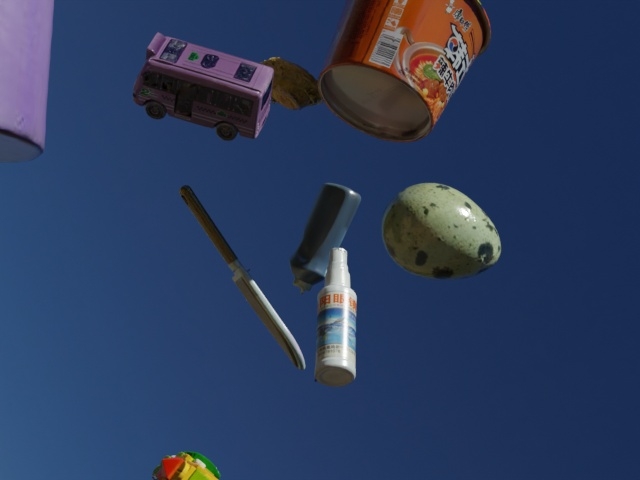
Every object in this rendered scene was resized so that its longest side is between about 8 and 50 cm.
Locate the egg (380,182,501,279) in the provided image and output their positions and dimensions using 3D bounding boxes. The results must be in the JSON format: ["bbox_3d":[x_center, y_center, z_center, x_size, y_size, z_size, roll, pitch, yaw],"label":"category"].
[{"bbox_3d":[0.222,-0.010,2.026,0.228,0.177,0.177,23,-44,5],"label":"egg"}]

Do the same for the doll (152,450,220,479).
[{"bbox_3d":[-0.208,0.399,1.763,0.134,0.106,0.186,39,-21,6],"label":"doll"}]

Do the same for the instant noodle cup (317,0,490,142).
[{"bbox_3d":[0.119,-0.289,1.727,0.250,0.192,0.250,21,-24,10],"label":"instant noodle cup"}]

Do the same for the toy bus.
[{"bbox_3d":[-0.155,-0.208,1.465,0.178,0.087,0.098,16,-44,3],"label":"toy bus"}]

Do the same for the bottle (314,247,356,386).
[{"bbox_3d":[0.023,0.104,1.567,0.060,0.060,0.217,113,-16,-49],"label":"bottle"}]

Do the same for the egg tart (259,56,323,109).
[{"bbox_3d":[-0.052,-0.257,1.853,0.130,0.052,0.130,25,-15,7],"label":"egg tart"}]

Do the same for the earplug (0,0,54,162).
[{"bbox_3d":[-0.427,-0.335,1.367,0.215,0.215,0.456,-12,-109,59],"label":"earplug"}]

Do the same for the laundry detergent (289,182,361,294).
[{"bbox_3d":[0.001,0.001,1.966,0.096,0.061,0.206,13,-103,51],"label":"laundry detergent"}]

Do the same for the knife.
[{"bbox_3d":[-0.119,0.059,1.717,0.343,0.027,0.061,55,-22,1],"label":"knife"}]
